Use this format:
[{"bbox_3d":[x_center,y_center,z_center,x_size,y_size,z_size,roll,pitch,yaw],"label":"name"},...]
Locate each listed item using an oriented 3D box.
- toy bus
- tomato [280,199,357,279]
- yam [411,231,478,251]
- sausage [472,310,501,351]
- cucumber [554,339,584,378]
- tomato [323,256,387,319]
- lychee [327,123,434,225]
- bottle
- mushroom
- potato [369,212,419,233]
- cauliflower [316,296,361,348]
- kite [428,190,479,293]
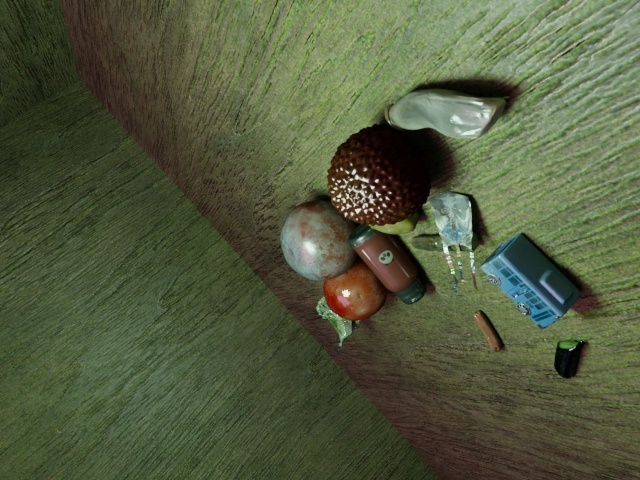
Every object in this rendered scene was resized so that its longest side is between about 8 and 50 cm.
[{"bbox_3d":[0.554,0.107,1.351,0.234,0.116,0.133,46,155,8],"label":"toy bus"},{"bbox_3d":[0.000,0.000,1.976,0.317,0.283,0.316,37,141,38],"label":"tomato"},{"bbox_3d":[0.377,0.006,1.584,0.061,0.061,0.274,54,158,-16],"label":"yam"},{"bbox_3d":[0.577,0.317,1.768,0.186,0.043,0.043,55,157,-20],"label":"sausage"},{"bbox_3d":[0.731,0.346,1.535,0.070,0.046,0.220,40,159,39],"label":"cucumber"},{"bbox_3d":[0.133,0.203,2.116,0.265,0.265,0.265,39,157,20],"label":"tomato"},{"bbox_3d":[0.165,-0.173,1.402,0.275,0.304,0.275,62,-172,-14],"label":"lychee"},{"bbox_3d":[0.248,0.085,1.833,0.336,0.144,0.144,52,158,-11],"label":"bottle"},{"bbox_3d":[0.278,-0.301,1.202,0.351,0.097,0.109,23,145,53],"label":"mushroom"},{"bbox_3d":[0.217,-0.094,1.617,0.194,0.157,0.157,29,155,10],"label":"potato"},{"bbox_3d":[0.112,0.365,2.412,0.256,0.239,0.315,74,-170,-52],"label":"cauliflower"},{"bbox_3d":[0.394,0.008,1.466,0.169,0.015,0.309,-4,104,64],"label":"kite"}]
